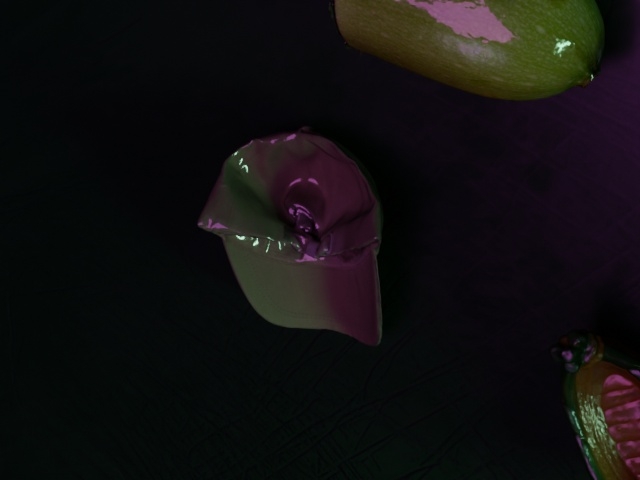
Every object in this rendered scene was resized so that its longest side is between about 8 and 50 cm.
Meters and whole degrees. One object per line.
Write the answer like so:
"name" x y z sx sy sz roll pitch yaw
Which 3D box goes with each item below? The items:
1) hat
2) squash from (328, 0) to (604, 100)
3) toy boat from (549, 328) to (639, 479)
"hat" 0.000 0.000 0.809 0.166 0.144 0.173 9 158 23
"squash" 0.108 -0.157 0.623 0.186 0.123 0.123 29 124 22
"toy boat" 0.239 0.163 0.689 0.089 0.088 0.230 -21 97 38
